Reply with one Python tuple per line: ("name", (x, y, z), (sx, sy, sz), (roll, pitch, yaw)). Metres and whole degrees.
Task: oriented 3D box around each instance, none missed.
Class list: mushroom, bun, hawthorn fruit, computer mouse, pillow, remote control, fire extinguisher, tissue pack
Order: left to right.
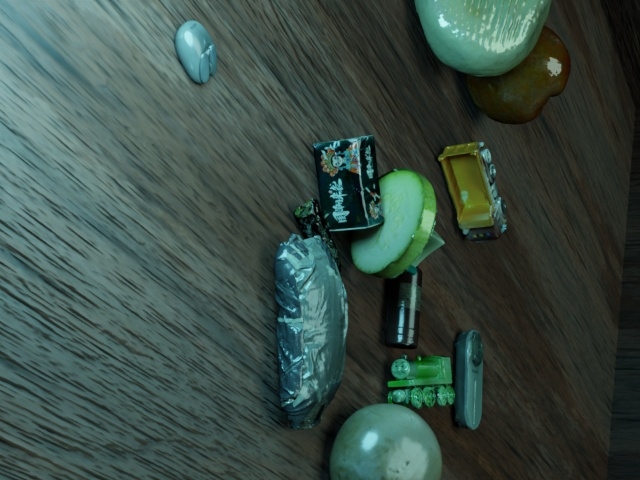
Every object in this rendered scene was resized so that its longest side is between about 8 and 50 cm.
("computer mouse", (-0.183, -0.285, 1.244), (0.066, 0.039, 0.096), (-56, 133, -44))
("pillow", (-0.022, 0.156, 1.411), (0.161, 0.093, 0.335), (3, 85, -52))
("tissue pack", (0.054, -0.107, 1.548), (0.090, 0.103, 0.170), (-22, 105, -59))
("mushroom", (0.119, 0.423, 1.554), (0.226, 0.178, 0.226), (7, 73, -25))
("fire extinguisher", (0.169, 0.111, 1.750), (0.099, 0.071, 0.231), (12, 74, -29))
("remote control", (0.372, 0.347, 2.058), (0.104, 0.052, 0.247), (25, 66, -56))
("bun", (0.381, -0.570, 1.992), (0.213, 0.361, 0.361), (140, -47, -76))
("hawthorn fruit", (0.496, -0.468, 2.167), (0.298, 0.277, 0.277), (40, 52, -25))

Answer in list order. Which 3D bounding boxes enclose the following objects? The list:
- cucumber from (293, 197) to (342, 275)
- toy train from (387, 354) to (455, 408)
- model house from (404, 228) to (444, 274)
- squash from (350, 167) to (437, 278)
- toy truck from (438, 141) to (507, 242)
("cucumber", (0.000, 0.000, 1.502), (0.053, 0.053, 0.181), (-58, 135, -43))
("toy train", (0.222, 0.309, 1.802), (0.251, 0.085, 0.119), (16, 68, -58))
("model house", (0.152, 0.003, 1.678), (0.100, 0.149, 0.127), (25, 22, -53))
("squash", (0.138, -0.035, 1.573), (0.041, 0.219, 0.219), (24, 65, -31))
("toy truck", (0.391, -0.125, 2.077), (0.270, 0.114, 0.135), (66, 34, -29))
